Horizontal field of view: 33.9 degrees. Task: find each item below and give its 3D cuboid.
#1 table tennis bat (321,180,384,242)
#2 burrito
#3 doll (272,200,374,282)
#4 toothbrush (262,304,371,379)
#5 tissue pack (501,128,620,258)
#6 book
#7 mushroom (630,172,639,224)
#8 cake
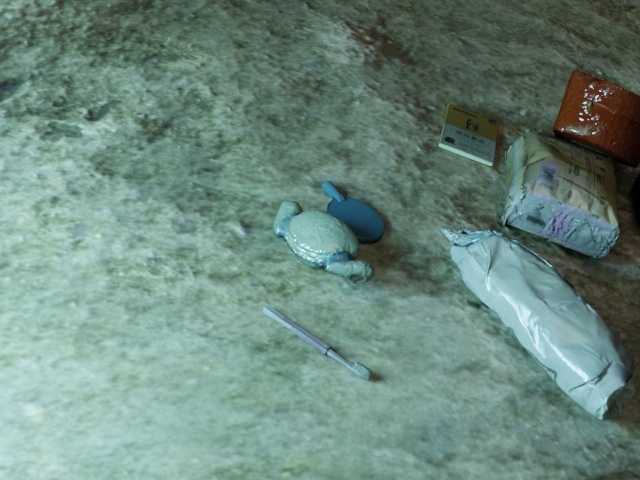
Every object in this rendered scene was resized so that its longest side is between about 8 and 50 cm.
[{"bbox_3d":[0.051,-0.050,1.843,0.100,0.019,0.155,-14,51,-36],"label":"table tennis bat"},{"bbox_3d":[0.353,0.107,1.720,0.139,0.101,0.445,-24,54,-24],"label":"burrito"},{"bbox_3d":[0.000,0.000,1.713,0.103,0.071,0.214,-21,50,-42],"label":"doll"},{"bbox_3d":[-0.005,0.152,1.571,0.194,0.017,0.014,31,33,17],"label":"toothbrush"},{"bbox_3d":[0.462,-0.101,2.009,0.215,0.123,0.256,21,38,-2],"label":"tissue pack"},{"bbox_3d":[0.308,-0.220,2.172,0.118,0.012,0.172,21,37,-1],"label":"book"},{"bbox_3d":[0.769,-0.099,2.141,0.247,0.130,0.344,32,39,21],"label":"mushroom"},{"bbox_3d":[0.582,-0.244,2.140,0.177,0.151,0.283,18,2,19],"label":"cake"}]
